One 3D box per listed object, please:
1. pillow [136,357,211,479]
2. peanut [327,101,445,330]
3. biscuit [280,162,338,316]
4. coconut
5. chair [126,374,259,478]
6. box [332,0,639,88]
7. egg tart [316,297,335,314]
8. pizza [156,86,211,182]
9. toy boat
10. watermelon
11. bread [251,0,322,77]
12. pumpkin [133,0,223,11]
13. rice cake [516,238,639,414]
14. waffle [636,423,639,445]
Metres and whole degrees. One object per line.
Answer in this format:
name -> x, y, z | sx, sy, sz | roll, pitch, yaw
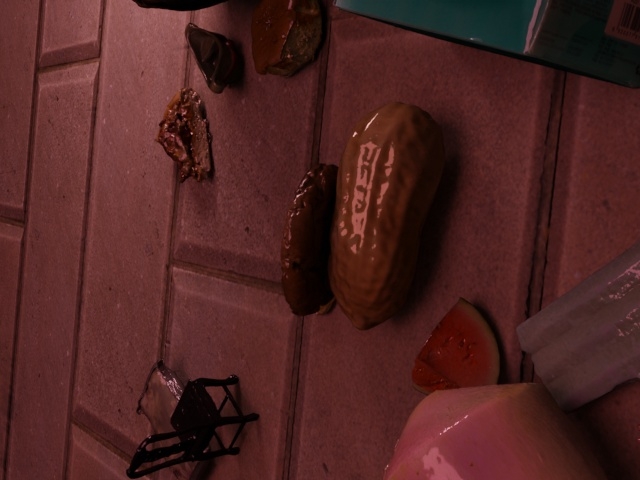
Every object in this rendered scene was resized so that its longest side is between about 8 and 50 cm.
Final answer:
pillow -> -0.275, 0.354, 1.544 | 0.255, 0.059, 0.169 | 54, 127, 37
peanut -> 0.081, -0.028, 1.064 | 0.147, 0.147, 0.306 | 19, 102, 50
biscuit -> 0.000, 0.000, 1.117 | 0.042, 0.226, 0.226 | 10, 96, 17
coconut -> 0.179, 0.268, 0.852 | 0.233, 0.233, 0.245 | -56, 48, 32
chair -> -0.229, 0.308, 1.354 | 0.113, 0.229, 0.106 | 50, 124, 37
box -> 0.189, -0.268, 0.891 | 0.311, 0.205, 0.118 | 32, 110, 48
egg tart -> -0.013, 0.064, 1.251 | 0.105, 0.039, 0.105 | -3, 87, 53
pizza -> -0.267, -0.184, 1.560 | 0.154, 0.069, 0.194 | -53, 48, 34
toy boat -> -0.191, -0.330, 1.476 | 0.089, 0.071, 0.185 | -54, 48, 35
watermelon -> 0.154, 0.136, 0.995 | 0.125, 0.094, 0.136 | 2, 84, 59
bread -> -0.056, -0.335, 1.309 | 0.140, 0.069, 0.128 | -18, 75, 50
pumpkin -> -0.227, -0.599, 1.324 | 0.454, 0.343, 0.455 | 2, 93, 47
rice cake -> 0.313, 0.084, 0.838 | 0.237, 0.043, 0.127 | -49, 53, 39
waffle -> 0.350, 0.197, 0.796 | 0.083, 0.029, 0.075 | -51, 50, 39
